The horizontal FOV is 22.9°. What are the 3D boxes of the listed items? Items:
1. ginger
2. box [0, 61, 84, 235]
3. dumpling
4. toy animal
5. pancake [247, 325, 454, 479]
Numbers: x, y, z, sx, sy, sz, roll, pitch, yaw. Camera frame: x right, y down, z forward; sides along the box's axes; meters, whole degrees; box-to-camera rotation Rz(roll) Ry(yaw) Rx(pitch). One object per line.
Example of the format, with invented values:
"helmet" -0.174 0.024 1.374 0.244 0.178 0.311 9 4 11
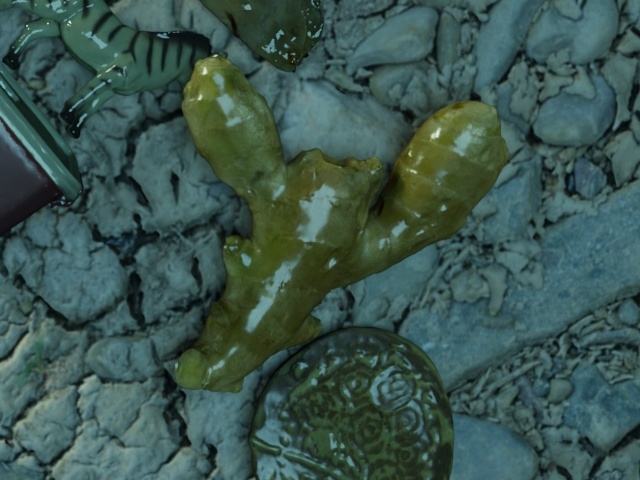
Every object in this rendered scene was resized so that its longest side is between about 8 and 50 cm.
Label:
"ginger" 0.007 -0.003 1.689 0.363 0.122 0.348 4 107 -27
"box" -0.377 -0.118 1.516 0.167 0.193 0.294 -38 107 -2
"dumpling" -0.102 -0.323 1.617 0.332 0.086 0.166 36 90 -22
"toy animal" -0.220 -0.201 1.609 0.176 0.073 0.217 -45 103 -12
"pancake" 0.044 0.214 1.741 0.250 0.031 0.250 3 83 -23
